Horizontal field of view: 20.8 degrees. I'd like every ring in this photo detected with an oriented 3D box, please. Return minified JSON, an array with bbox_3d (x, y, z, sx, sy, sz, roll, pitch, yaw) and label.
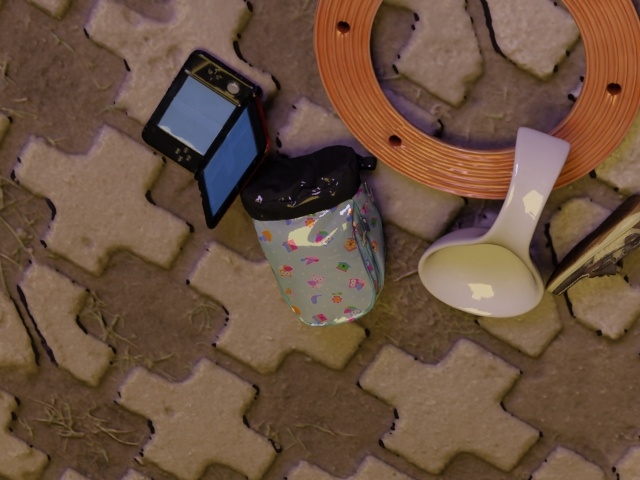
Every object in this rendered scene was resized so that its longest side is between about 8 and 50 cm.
[{"bbox_3d":[0.158,-0.188,1.742,0.337,0.032,0.336,9,127,12],"label":"ring"}]

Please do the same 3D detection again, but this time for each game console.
[{"bbox_3d":[-0.125,-0.107,1.861,0.124,0.085,0.144,33,128,-6],"label":"game console"}]

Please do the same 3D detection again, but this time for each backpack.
[{"bbox_3d":[0.000,0.000,1.878,0.152,0.115,0.182,-9,124,21],"label":"backpack"}]

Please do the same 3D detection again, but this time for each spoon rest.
[{"bbox_3d":[0.184,0.001,1.805,0.137,0.084,0.276,18,142,0],"label":"spoon rest"}]

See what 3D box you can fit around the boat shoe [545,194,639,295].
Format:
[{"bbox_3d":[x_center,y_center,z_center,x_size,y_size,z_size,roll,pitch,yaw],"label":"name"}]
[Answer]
[{"bbox_3d":[0.297,0.016,1.824,0.049,0.056,0.152,41,127,-6],"label":"boat shoe"}]
